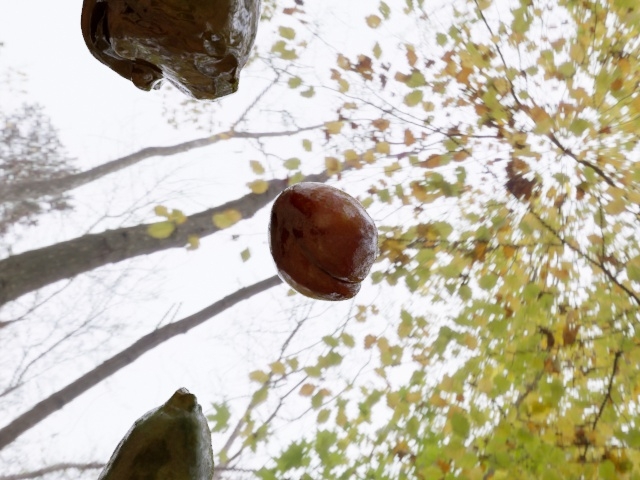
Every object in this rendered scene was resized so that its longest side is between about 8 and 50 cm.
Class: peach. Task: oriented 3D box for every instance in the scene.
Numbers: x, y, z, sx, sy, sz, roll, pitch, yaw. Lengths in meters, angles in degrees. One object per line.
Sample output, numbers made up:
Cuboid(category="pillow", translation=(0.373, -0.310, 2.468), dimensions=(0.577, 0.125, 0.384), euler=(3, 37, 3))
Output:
Cuboid(category="peach", translation=(-0.002, 0.000, 0.769), dimensions=(0.101, 0.101, 0.100), euler=(1, -84, 15))

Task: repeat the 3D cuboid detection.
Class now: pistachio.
Cuboid(category="pistachio", translation=(-0.097, -0.186, 0.670), dimensions=(0.130, 0.165, 0.210), euler=(45, -34, 18))

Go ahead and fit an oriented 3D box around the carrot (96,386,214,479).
Cuboid(category="carrot", translation=(-0.113, 0.230, 0.367), dimensions=(0.074, 0.074, 0.358), euler=(20, -90, 12))
